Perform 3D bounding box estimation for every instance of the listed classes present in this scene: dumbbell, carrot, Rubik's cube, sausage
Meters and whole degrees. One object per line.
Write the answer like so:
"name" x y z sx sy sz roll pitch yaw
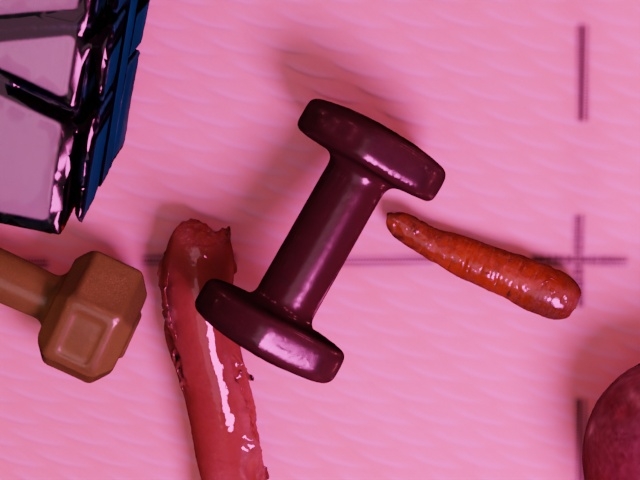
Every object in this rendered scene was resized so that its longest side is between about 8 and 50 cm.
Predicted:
"dumbbell" -0.305 0.022 1.538 0.302 0.108 0.121 26 106 -5
"dumbbell" 0.000 0.000 1.480 0.140 0.124 0.225 28 92 -23
"carrot" 0.144 0.019 1.553 0.191 0.047 0.047 25 106 -1
"Rubik's cube" -0.290 -0.192 1.383 0.294 0.283 0.288 12 106 -5
"sausage" -0.097 0.127 1.579 0.078 0.078 0.304 -7 106 5

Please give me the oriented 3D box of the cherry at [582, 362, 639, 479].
"cherry" 0.366 0.208 1.511 0.261 0.221 0.307 -18 123 10
